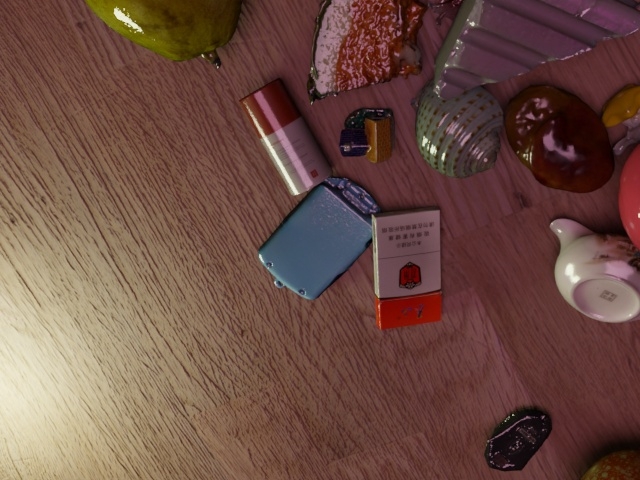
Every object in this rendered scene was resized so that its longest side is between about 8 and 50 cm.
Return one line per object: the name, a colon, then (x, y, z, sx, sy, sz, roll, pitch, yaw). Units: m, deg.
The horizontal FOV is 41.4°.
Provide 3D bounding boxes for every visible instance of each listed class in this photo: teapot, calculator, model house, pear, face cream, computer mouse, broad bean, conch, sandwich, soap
teapot: (0.562, 0.069, 1.607, 0.298, 0.139, 0.204, 29, 141, -2)
calculator: (0.000, 0.000, 1.749, 0.173, 0.051, 0.293, 40, 113, -7)
model house: (0.087, -0.202, 1.627, 0.101, 0.100, 0.087, 2, 111, 13)
pear: (-0.279, -0.470, 1.526, 0.287, 0.287, 0.375, -21, 121, 19)
face cream: (-0.067, -0.203, 1.664, 0.096, 0.096, 0.214, -25, 103, 20)
computer mouse: (0.422, 0.424, 1.815, 0.099, 0.057, 0.172, 43, 102, -3)
broad bean: (0.436, -0.182, 1.545, 0.156, 0.122, 0.228, -38, 102, 25)
conch: (0.240, -0.198, 1.565, 0.200, 0.131, 0.172, 26, 151, 11)
sandwich: (0.088, -0.394, 1.555, 0.212, 0.109, 0.292, 5, 114, 4)
soap: (0.368, -0.337, 1.459, 0.302, 0.159, 0.257, 20, 118, -9)

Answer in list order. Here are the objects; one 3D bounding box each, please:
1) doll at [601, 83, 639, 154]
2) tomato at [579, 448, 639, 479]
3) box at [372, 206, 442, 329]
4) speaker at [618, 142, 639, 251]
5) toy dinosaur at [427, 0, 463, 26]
doll: (0.579, -0.225, 1.529, 0.135, 0.071, 0.113, -22, 112, 15)
tomato: (0.650, 0.548, 1.720, 0.270, 0.222, 0.270, 14, 132, 16)
box: (0.176, 0.057, 1.715, 0.139, 0.035, 0.245, -6, 109, -11)
speaker: (0.652, -0.072, 1.447, 0.295, 0.294, 0.294, 4, 111, 11)
toy dinosaur: (0.251, -0.438, 1.538, 0.108, 0.032, 0.220, -20, 103, 22)
